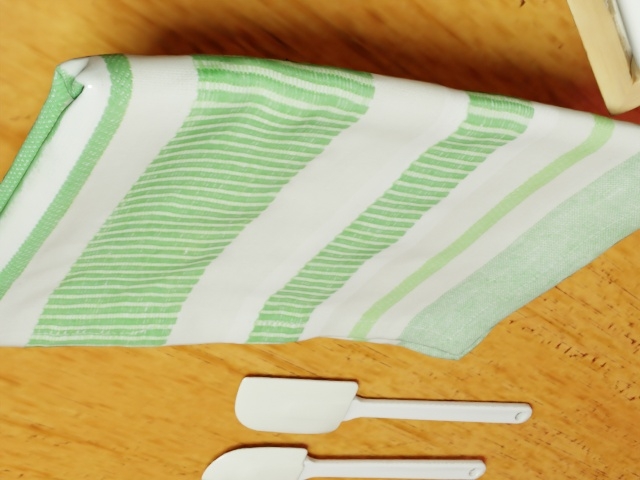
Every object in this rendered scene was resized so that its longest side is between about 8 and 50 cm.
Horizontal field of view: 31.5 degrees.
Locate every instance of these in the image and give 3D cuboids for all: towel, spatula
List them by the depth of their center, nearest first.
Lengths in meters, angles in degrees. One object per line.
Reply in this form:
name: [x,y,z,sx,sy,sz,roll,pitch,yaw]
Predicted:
towel: [0.000,0.000,0.569,0.325,0.038,0.248,6,149,-29]
spatula: [0.024,0.162,0.803,0.242,0.019,0.168,7,121,-30]

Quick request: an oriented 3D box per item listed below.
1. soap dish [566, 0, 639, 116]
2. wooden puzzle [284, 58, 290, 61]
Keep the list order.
soap dish: [0.170,-0.212,0.450,0.229,0.118,0.291,-31,136,5]
wooden puzzle: [-0.003,-0.060,0.591,0.083,0.006,0.049,22,118,-37]
